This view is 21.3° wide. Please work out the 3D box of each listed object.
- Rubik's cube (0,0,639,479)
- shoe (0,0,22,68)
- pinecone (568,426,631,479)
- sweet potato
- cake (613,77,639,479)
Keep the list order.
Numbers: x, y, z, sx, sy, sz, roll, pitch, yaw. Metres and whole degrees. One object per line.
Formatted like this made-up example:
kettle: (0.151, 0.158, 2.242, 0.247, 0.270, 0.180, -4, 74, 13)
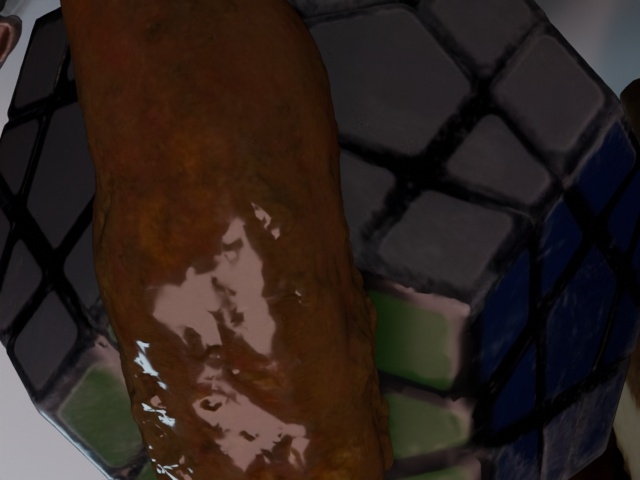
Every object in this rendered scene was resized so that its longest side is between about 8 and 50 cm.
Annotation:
Rubik's cube: (0.000, 0.000, 0.770, 0.264, 0.319, 0.319, 18, 150, 29)
shoe: (-0.304, -0.093, 0.774, 0.351, 0.172, 0.198, 26, 100, -4)
pinecone: (0.183, 0.281, 1.057, 0.397, 0.398, 0.398, -1, 141, -1)
sweet potato: (-0.027, 0.026, 0.577, 0.095, 0.106, 0.355, -27, 114, -31)
cake: (0.284, 0.040, 0.835, 0.255, 0.282, 0.290, -7, 137, -5)
